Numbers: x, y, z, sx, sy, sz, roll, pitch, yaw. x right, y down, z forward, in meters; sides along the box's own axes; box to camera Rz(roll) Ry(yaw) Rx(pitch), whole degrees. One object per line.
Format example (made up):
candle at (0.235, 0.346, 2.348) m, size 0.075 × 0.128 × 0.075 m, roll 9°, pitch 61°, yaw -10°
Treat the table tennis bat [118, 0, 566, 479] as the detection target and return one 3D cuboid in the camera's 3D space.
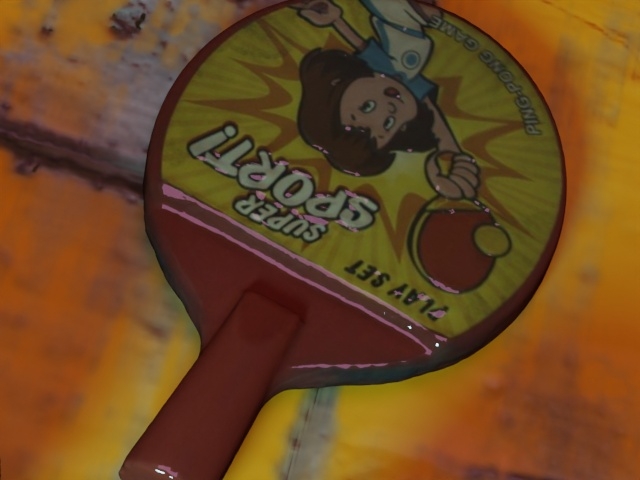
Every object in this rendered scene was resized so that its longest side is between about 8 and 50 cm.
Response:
table tennis bat at (0.000, 0.000, 0.912) m, size 0.200 × 0.038 × 0.310 m, roll 28°, pitch 55°, yaw 6°
